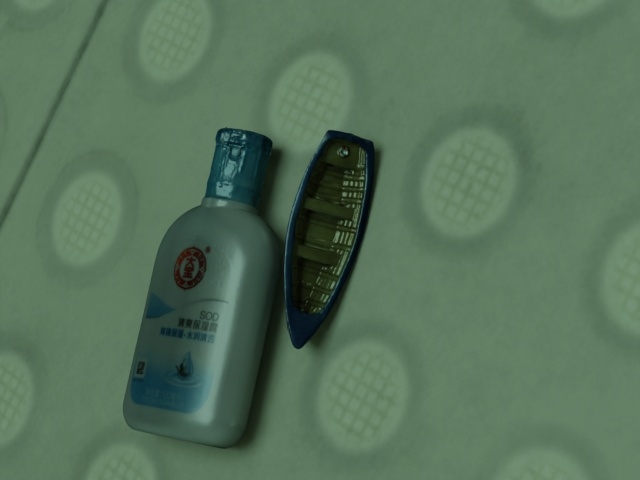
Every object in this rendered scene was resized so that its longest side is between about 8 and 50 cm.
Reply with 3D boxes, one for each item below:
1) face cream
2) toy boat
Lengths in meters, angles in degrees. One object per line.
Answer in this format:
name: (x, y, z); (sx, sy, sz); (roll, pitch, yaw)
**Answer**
face cream: (-0.115, 0.048, 1.921); (0.163, 0.080, 0.336); (7, 81, 40)
toy boat: (0.000, 0.000, 1.860); (0.046, 0.080, 0.228); (-176, 100, -75)
